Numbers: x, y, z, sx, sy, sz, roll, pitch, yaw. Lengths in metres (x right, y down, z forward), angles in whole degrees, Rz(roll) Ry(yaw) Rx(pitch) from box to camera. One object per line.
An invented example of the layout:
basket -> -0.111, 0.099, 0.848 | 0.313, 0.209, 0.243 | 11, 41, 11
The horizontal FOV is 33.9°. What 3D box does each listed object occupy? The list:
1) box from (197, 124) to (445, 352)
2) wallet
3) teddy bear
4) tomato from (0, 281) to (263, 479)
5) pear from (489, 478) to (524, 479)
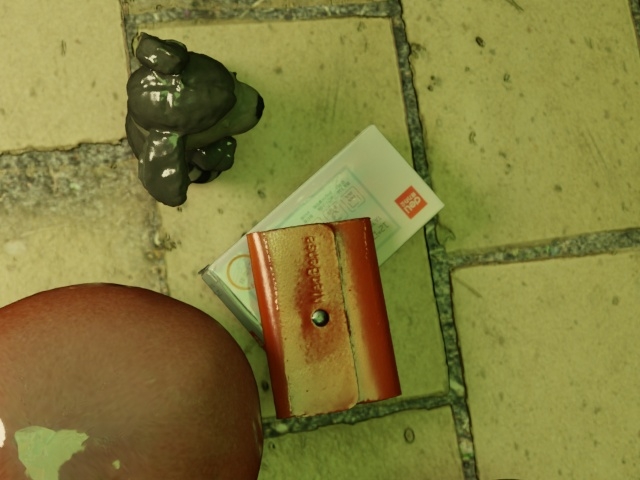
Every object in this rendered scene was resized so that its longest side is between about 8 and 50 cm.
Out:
box -> 0.000, 0.000, 1.204 | 0.269, 0.079, 0.135 | -43, 92, -15
wallet -> 0.005, 0.081, 1.129 | 0.142, 0.045, 0.204 | -8, 85, -15
teddy bear -> -0.138, -0.122, 1.127 | 0.144, 0.251, 0.171 | 5, 94, -10
tomato -> -0.209, 0.203, 1.022 | 0.342, 0.273, 0.341 | 2, 80, -12
pear -> 0.214, 0.415, 1.090 | 0.287, 0.287, 0.375 | -44, 106, -16
